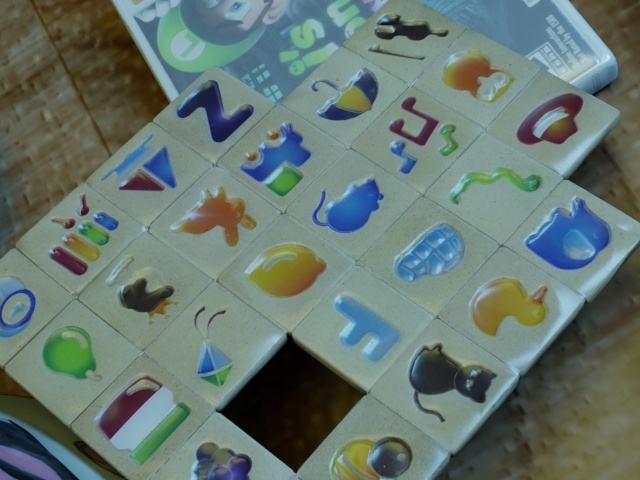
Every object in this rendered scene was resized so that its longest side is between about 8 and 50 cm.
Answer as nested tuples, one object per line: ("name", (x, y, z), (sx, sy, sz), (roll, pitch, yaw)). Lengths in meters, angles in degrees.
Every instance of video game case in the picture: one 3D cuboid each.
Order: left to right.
("video game case", (0.011, -0.097, 0.590), (0.173, 0.022, 0.190), (-34, 63, 4))

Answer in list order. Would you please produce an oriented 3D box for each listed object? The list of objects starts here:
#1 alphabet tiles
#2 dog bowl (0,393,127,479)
("alphabet tiles", (0.000, 0.000, 0.506), (0.198, 0.009, 0.237), (34, 68, 27))
("dog bowl", (-0.188, 0.235, 0.453), (0.408, 0.150, 0.408), (-6, 68, 16))
